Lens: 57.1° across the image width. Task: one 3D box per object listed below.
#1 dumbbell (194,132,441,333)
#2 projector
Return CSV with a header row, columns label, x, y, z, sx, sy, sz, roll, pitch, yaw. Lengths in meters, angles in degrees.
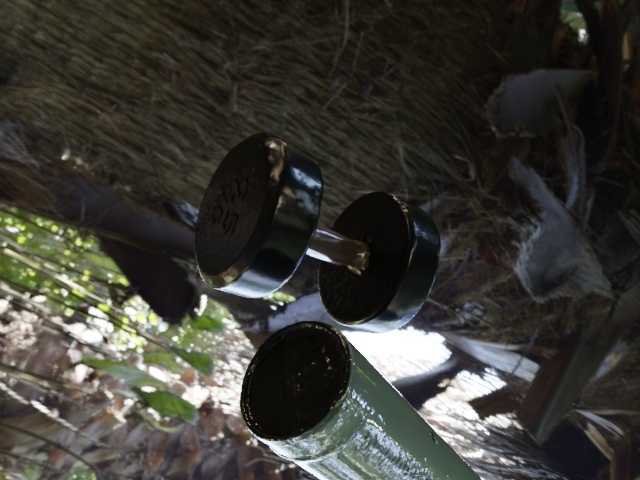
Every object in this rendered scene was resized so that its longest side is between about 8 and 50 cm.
label,x,y,z,sx,sy,sz,roll,pitch,yaw
dumbbell,0.000,0.000,0.597,0.152,0.218,0.153,-30,-130,43
projector,0.061,0.204,0.557,0.108,0.337,0.108,-22,-137,21
